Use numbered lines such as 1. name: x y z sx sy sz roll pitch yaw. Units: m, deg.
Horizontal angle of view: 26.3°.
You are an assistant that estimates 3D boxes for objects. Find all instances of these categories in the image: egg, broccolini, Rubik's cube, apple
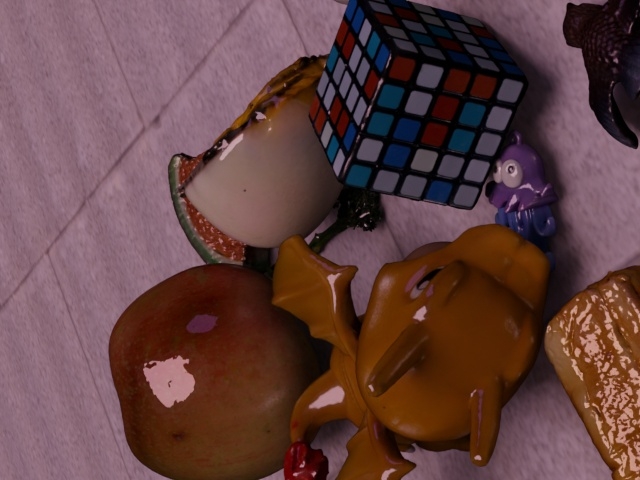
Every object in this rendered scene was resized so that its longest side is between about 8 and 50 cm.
1. egg: -0.036 -0.109 1.829 0.174 0.264 0.286 44 94 0
2. broccolini: -0.006 -0.005 1.917 0.254 0.057 0.071 -35 25 42
3. Rubik's cube: 0.110 -0.168 1.629 0.184 0.182 0.187 -114 40 -57
4. apple: -0.153 0.190 1.900 0.319 0.277 0.319 158 90 -81

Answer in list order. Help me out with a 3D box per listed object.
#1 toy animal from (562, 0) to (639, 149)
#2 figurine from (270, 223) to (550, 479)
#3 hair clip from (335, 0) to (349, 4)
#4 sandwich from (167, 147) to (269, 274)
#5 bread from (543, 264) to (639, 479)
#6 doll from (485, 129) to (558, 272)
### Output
1. toy animal: 0.315 -0.215 1.477 0.179 0.116 0.218 29 122 43
2. figurine: 0.105 0.171 1.636 0.387 0.268 0.400 140 130 -62
3. hair clip: 0.035 -0.391 1.840 0.220 0.054 0.140 28 108 40
4. sandwich: -0.142 -0.054 2.057 0.235 0.079 0.159 42 114 34
5. bread: 0.360 0.177 1.454 0.167 0.132 0.294 -48 58 39
6. doll: 0.242 -0.030 1.623 0.110 0.067 0.205 8 112 56
